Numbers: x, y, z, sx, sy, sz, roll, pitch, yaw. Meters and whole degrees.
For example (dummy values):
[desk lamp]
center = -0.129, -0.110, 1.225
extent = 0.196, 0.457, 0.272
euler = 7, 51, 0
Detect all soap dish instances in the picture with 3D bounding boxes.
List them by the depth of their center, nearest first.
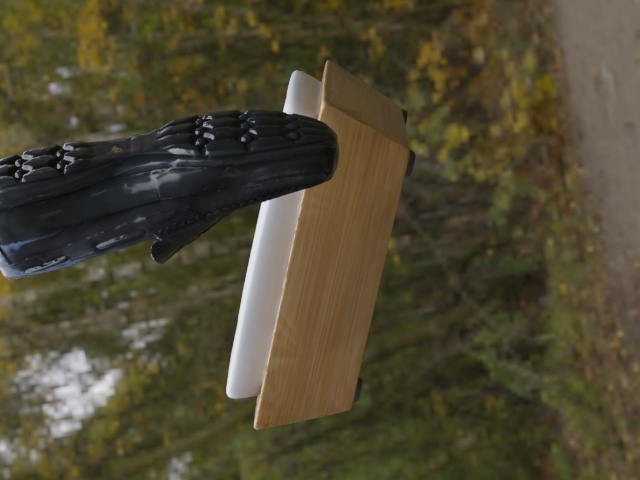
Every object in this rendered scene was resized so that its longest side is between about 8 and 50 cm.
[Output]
[soap dish]
center = 0.000, 0.000, 1.356
extent = 0.229, 0.118, 0.291
euler = -88, 10, -74

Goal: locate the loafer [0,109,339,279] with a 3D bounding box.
[loafer]
center = -0.096, -0.027, 0.919
extent = 0.076, 0.223, 0.078
euler = -102, 1, -64
